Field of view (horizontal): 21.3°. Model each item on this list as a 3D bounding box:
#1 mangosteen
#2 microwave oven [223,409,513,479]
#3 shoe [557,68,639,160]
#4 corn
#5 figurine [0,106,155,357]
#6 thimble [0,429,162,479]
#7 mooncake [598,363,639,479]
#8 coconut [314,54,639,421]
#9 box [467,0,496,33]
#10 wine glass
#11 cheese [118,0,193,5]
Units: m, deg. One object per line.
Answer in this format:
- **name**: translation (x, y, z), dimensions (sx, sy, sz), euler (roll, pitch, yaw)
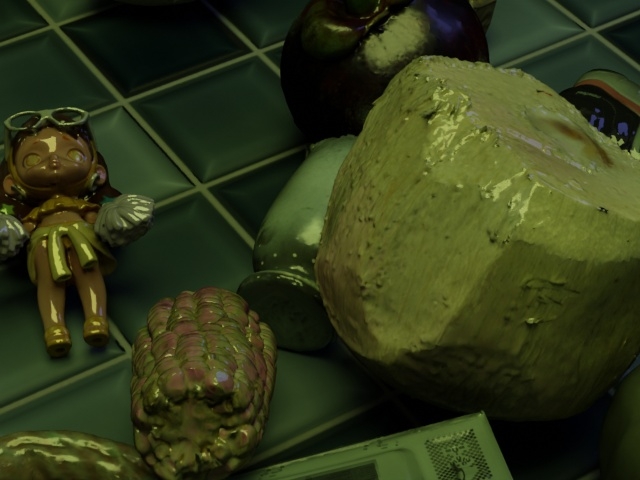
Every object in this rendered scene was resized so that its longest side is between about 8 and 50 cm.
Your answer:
- **mangosteen**: translation (0.066, -0.185, 1.689), dimensions (0.216, 0.216, 0.216), euler (0, 42, 0)
- **microwave oven**: translation (0.041, 0.230, 1.266), dimensions (0.208, 0.162, 0.122), euler (-13, 43, -8)
- **shoe**: translation (0.284, -0.063, 1.621), dimensions (0.137, 0.114, 0.291), euler (-13, 41, -21)
- **corn**: translation (-0.089, 0.108, 1.324), dimensions (0.126, 0.127, 0.335), euler (-4, 5, -4)
- **figurine**: translation (-0.239, -0.011, 1.566), dimensions (0.174, 0.116, 0.240), euler (-9, 49, -7)
- **thimble**: translation (-0.182, 0.253, 1.253), dimensions (0.229, 0.148, 0.196), euler (7, 40, 4)
- **mooncake**: translation (0.352, 0.179, 1.344), dimensions (0.275, 0.135, 0.275), euler (2, 39, -2)
- **coconut**: translation (0.141, 0.016, 1.406), dimensions (0.297, 0.254, 0.297), euler (25, 26, -13)
- **box**: translation (0.112, -0.269, 1.863), dimensions (0.111, 0.111, 0.177), euler (-28, 49, -28)
- **wine glass**: translation (0.000, 0.000, 1.554), dimensions (0.111, 0.111, 0.204), euler (12, 49, 13)
- **cheese**: translation (-0.158, -0.349, 1.905), dimensions (0.189, 0.154, 0.198), euler (-15, 30, 40)
